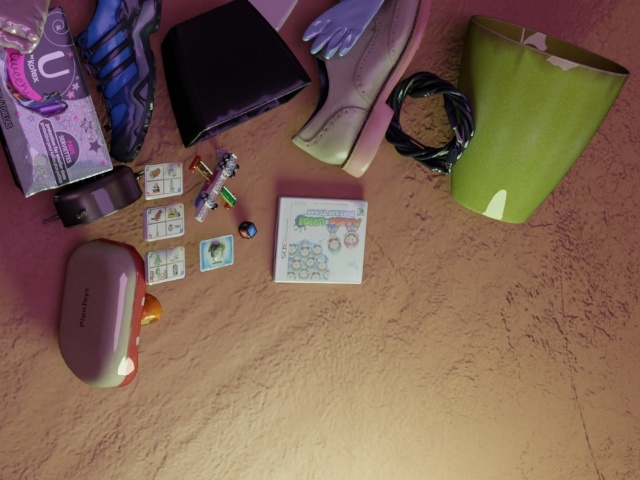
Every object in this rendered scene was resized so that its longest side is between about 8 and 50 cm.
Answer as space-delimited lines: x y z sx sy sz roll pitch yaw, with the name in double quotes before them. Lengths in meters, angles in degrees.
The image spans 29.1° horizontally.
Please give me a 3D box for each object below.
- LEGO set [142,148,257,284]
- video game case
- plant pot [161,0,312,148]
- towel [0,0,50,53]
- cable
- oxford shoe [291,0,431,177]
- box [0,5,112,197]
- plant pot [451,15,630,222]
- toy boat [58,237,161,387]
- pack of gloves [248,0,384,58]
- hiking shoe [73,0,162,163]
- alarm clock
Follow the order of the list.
"LEGO set" -0.196 -0.042 1.932 0.244 0.060 0.183 -14 107 -49
"video game case" 0.000 0.000 2.067 0.157 0.019 0.143 2 97 -20
"plant pot" -0.148 -0.264 1.899 0.187 0.188 0.167 -26 94 -14
"towel" -0.517 -0.394 1.681 0.317 0.332 0.053 20 122 -19
"cable" 0.171 -0.201 2.024 0.047 0.184 0.151 -16 133 -40
"oxford shoe" 0.075 -0.310 1.993 0.146 0.140 0.397 21 84 -7
"box" -0.412 -0.207 1.813 0.142 0.163 0.247 -20 104 -15
"plant pot" 0.330 -0.189 2.055 0.274 0.275 0.294 12 110 -21
"toy boat" -0.311 0.114 1.924 0.151 0.151 0.231 3 97 -49
"pack of gloves" 0.013 -0.407 1.977 0.195 0.046 0.232 34 81 13
"hiking shoe" -0.315 -0.270 1.882 0.132 0.113 0.304 4 88 -9
"alarm clock" -0.327 -0.078 1.888 0.192 0.129 0.064 -30 105 -40
